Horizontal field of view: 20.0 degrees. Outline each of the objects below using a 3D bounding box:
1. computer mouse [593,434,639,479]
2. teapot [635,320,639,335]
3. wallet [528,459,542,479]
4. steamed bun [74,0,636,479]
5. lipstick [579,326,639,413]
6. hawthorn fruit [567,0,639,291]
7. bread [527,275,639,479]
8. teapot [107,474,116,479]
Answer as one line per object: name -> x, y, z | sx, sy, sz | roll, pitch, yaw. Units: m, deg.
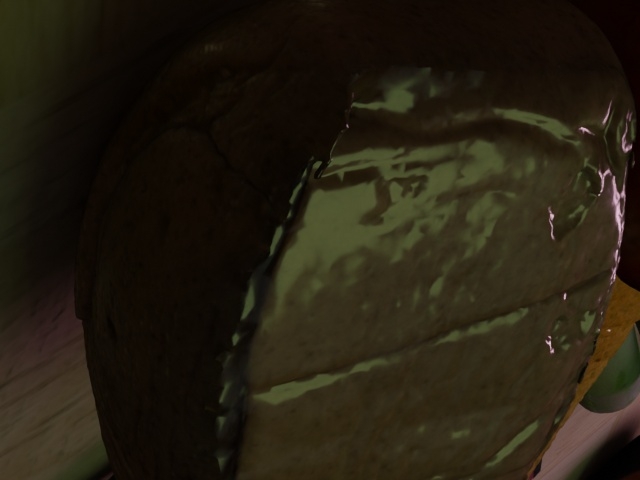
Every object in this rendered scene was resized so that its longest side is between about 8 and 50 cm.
computer mouse -> 0.357, 0.304, 2.041 | 0.323, 0.116, 0.183 | -51, 159, 19
teapot -> 0.456, -0.011, 1.570 | 0.300, 0.253, 0.344 | 11, 137, -14
wallet -> 0.161, 0.194, 1.644 | 0.119, 0.025, 0.232 | -41, 154, -19
steamed bun -> 0.000, 0.000, 0.882 | 0.252, 0.199, 0.301 | -8, 127, -33
lipstick -> 0.229, 0.074, 1.525 | 0.076, 0.076, 0.304 | -48, 157, -5
hawthorn fruit -> 0.224, -0.101, 1.026 | 0.295, 0.295, 0.311 | -36, 152, -29
bread -> 0.130, 0.075, 1.312 | 0.185, 0.114, 0.274 | -3, 128, -55
teapot -> -0.082, 0.285, 1.128 | 0.285, 0.223, 0.305 | -19, 145, -38
